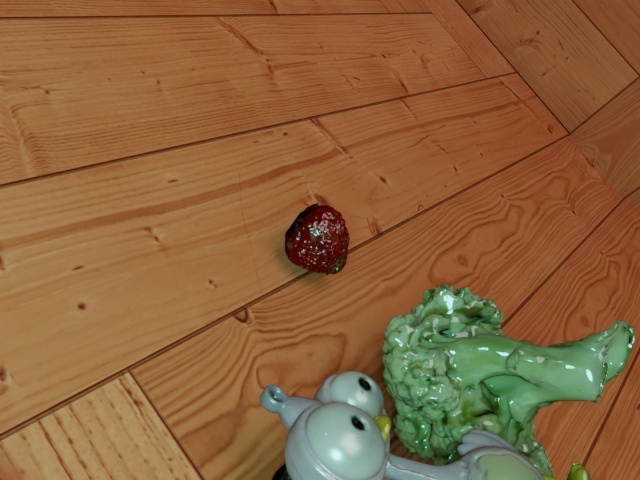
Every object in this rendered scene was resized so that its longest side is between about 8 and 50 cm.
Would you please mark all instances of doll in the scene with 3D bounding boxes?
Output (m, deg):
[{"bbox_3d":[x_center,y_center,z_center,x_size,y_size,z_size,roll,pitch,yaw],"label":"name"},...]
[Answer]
[{"bbox_3d":[0.106,0.231,0.722,0.365,0.094,0.160,24,33,-4],"label":"doll"}]

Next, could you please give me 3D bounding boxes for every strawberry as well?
[{"bbox_3d":[-0.001,0.001,0.994,0.106,0.106,0.106,26,40,-25],"label":"strawberry"}]

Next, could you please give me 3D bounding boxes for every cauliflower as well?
[{"bbox_3d":[0.211,0.195,0.884,0.327,0.281,0.260,30,75,-29],"label":"cauliflower"}]

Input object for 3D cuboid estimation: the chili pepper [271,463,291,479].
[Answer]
[{"bbox_3d":[0.050,0.344,0.701,0.264,0.116,0.148,43,39,-3],"label":"chili pepper"}]
